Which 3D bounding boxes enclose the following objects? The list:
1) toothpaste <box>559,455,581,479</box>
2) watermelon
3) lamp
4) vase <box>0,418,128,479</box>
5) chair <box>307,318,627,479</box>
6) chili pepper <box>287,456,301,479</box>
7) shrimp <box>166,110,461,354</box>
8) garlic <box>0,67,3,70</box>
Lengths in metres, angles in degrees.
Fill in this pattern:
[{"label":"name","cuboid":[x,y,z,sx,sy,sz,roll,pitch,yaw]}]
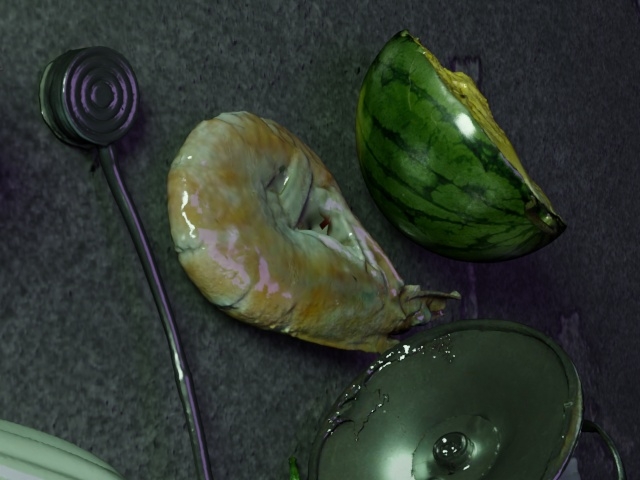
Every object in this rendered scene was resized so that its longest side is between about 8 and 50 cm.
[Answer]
[{"label":"toothpaste","cuboid":[0.251,0.410,1.353,0.098,0.061,0.392,-2,85,-50]},{"label":"watermelon","cuboid":[0.103,-0.059,1.155,0.232,0.127,0.204,57,7,27]},{"label":"lamp","cuboid":[-0.089,0.049,0.930,0.130,0.108,0.371,-8,93,-42]},{"label":"vase","cuboid":[-0.209,0.149,0.762,0.248,0.128,0.128,34,59,-34]},{"label":"chair","cuboid":[0.177,0.273,1.135,0.401,0.226,0.227,57,45,-35]},{"label":"chili pepper","cuboid":[0.011,0.315,1.063,0.122,0.065,0.279,-45,121,-57]},{"label":"shrimp","cuboid":[0.000,0.000,1.088,0.317,0.077,0.168,21,65,-45]},{"label":"garlic","cuboid":[-0.280,-0.087,0.605,0.325,0.279,0.132,-36,88,-40]}]
